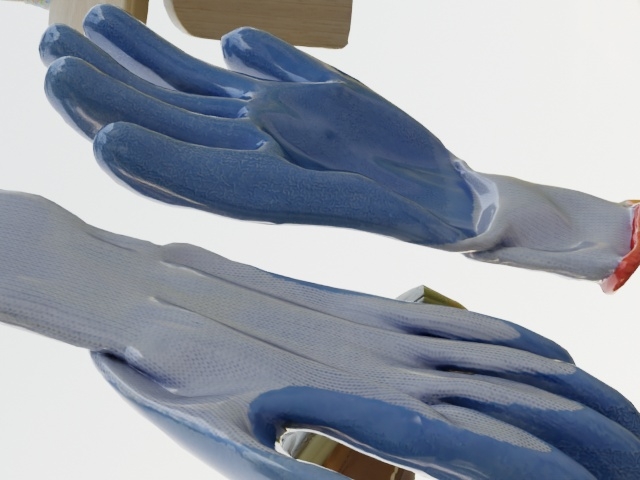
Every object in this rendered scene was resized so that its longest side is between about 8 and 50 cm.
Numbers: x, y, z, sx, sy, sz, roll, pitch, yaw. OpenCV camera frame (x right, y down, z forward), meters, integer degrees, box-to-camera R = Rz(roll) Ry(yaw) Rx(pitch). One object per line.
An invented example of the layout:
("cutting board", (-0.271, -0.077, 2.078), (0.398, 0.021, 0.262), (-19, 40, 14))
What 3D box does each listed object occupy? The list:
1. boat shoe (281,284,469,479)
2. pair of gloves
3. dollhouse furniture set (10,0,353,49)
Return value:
("boat shoe", (0.007, 0.178, 1.091), (0.120, 0.324, 0.122), (33, -166, -6))
("pair of gloves", (0.000, 0.000, 0.388), (0.198, 0.159, 0.023), (-70, -2, -64))
("dollhouse furniture set", (-0.169, -0.338, 1.223), (0.256, 0.362, 0.394), (-1, -78, -37))
